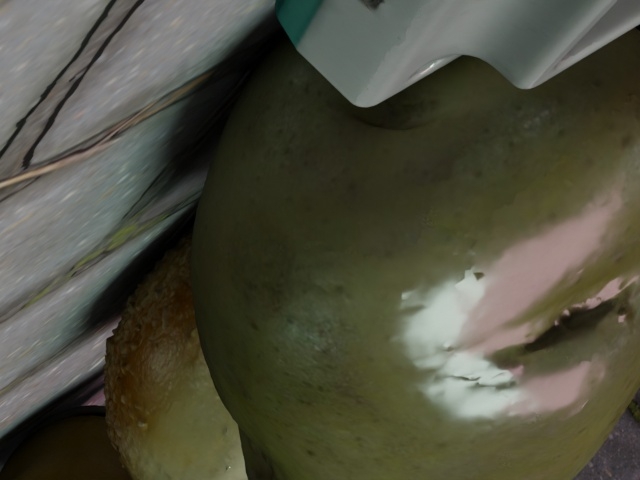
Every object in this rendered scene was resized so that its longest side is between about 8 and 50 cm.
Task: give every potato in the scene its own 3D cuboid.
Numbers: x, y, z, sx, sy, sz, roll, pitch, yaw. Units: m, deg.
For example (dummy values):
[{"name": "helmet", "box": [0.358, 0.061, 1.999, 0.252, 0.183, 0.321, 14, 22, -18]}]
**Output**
[{"name": "potato", "box": [0.058, 0.008, 0.914, 0.243, 0.221, 0.326, -55, 159, -29]}]

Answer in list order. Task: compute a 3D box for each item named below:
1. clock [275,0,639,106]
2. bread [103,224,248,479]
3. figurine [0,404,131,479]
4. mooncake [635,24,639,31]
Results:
[{"name": "clock", "box": [0.124, -0.151, 0.676, 0.231, 0.116, 0.262, -37, 174, -23]}, {"name": "bread", "box": [-0.018, 0.046, 1.200, 0.305, 0.159, 0.305, -43, 176, -4]}, {"name": "figurine", "box": [-0.177, 0.215, 1.510, 0.342, 0.167, 0.285, -37, 179, 2]}, {"name": "mooncake", "box": [0.285, -0.063, 1.331, 0.351, 0.212, 0.381, 3, -170, -4]}]
